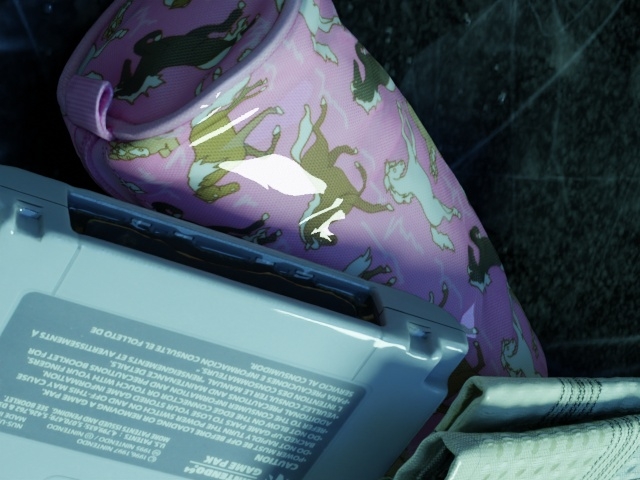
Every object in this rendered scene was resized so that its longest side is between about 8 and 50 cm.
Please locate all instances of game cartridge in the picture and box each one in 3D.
[{"bbox_3d":[-0.092,0.080,0.902,0.297,0.062,0.198,19,127,-26],"label":"game cartridge"}]

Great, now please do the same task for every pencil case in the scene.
[{"bbox_3d":[0.000,0.000,0.994,0.386,0.160,0.167,56,33,-39],"label":"pencil case"}]

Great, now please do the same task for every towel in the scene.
[{"bbox_3d":[0.084,0.196,1.042,0.324,0.056,0.312,0,136,-49],"label":"towel"}]
